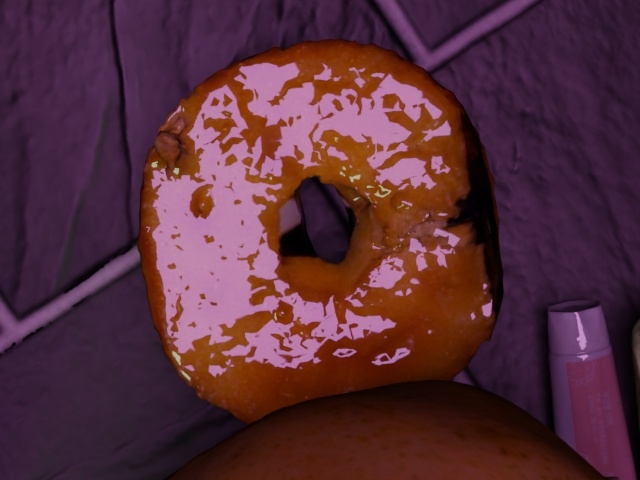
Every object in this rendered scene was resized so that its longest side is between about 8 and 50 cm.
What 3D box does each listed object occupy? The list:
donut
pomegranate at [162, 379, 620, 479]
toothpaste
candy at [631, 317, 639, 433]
[{"bbox_3d":[-0.001,-0.003,0.972,0.253,0.118,0.253,0,89,-4],"label":"donut"},{"bbox_3d":[0.042,0.275,0.840,0.417,0.416,0.416,0,91,-4],"label":"pomegranate"},{"bbox_3d":[0.187,0.139,1.027,0.067,0.043,0.194,-9,98,-6],"label":"toothpaste"},{"bbox_3d":[0.294,0.196,0.997,0.142,0.132,0.343,-11,95,-46],"label":"candy"}]
